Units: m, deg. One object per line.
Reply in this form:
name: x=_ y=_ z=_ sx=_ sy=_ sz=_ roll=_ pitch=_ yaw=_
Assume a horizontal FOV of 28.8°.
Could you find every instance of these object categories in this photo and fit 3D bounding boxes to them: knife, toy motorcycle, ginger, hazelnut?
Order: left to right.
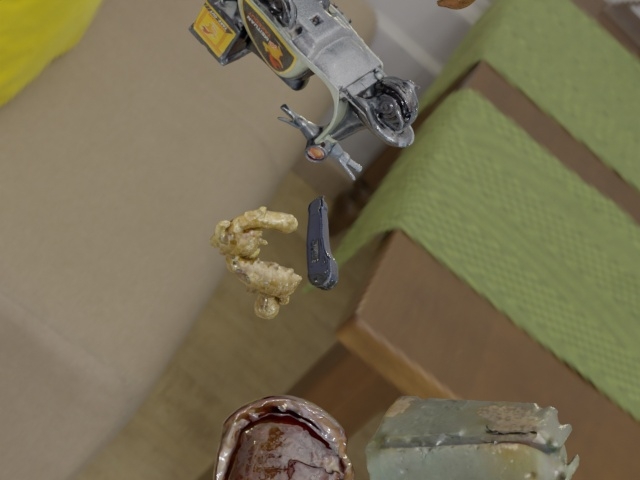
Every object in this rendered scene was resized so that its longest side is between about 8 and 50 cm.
ginger: x=-0.098 y=0.026 z=1.921 sx=0.176 sy=0.193 sz=0.052 roll=21 pitch=26 yaw=-22
hazelnut: x=-0.053 y=0.291 z=1.540 sx=0.170 sy=0.160 sz=0.201 roll=-7 pitch=101 yaw=-24
toy motorcycle: x=-0.008 y=-0.181 z=1.302 sx=0.263 sy=0.157 sz=0.091 roll=48 pitch=48 yaw=6
knife: x=0.000 y=0.000 z=1.297 sx=0.018 sy=0.031 sz=0.121 roll=37 pitch=40 yaw=-46

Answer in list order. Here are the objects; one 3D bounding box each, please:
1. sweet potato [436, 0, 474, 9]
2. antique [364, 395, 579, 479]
sweet potato: x=0.181 y=-0.308 z=1.537 sx=0.034 sy=0.095 sz=0.034 roll=16 pitch=63 yaw=-33
antique: x=0.219 y=0.302 z=1.758 sx=0.150 sy=0.284 sz=0.125 roll=-39 pitch=120 yaw=-57
